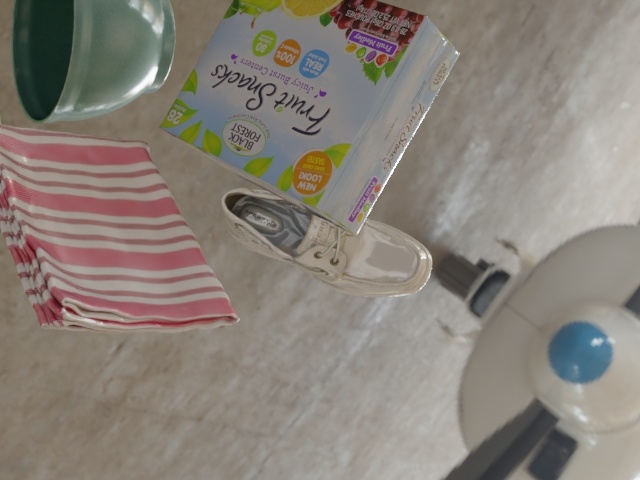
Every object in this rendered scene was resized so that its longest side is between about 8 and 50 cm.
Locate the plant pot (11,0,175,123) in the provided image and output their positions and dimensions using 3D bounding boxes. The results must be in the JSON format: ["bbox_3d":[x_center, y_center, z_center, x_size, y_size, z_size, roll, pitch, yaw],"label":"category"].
[{"bbox_3d":[-0.354,-0.329,1.676,0.196,0.293,0.293,-1,127,-34],"label":"plant pot"}]

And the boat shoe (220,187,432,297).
[{"bbox_3d":[0.000,0.000,1.296,0.096,0.277,0.098,54,53,-73],"label":"boat shoe"}]

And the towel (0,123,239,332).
[{"bbox_3d":[-0.151,-0.015,0.731,0.144,0.197,0.029,4,133,-41],"label":"towel"}]

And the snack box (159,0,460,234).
[{"bbox_3d":[-0.014,-0.124,0.881,0.070,0.207,0.174,32,88,-50],"label":"snack box"}]
